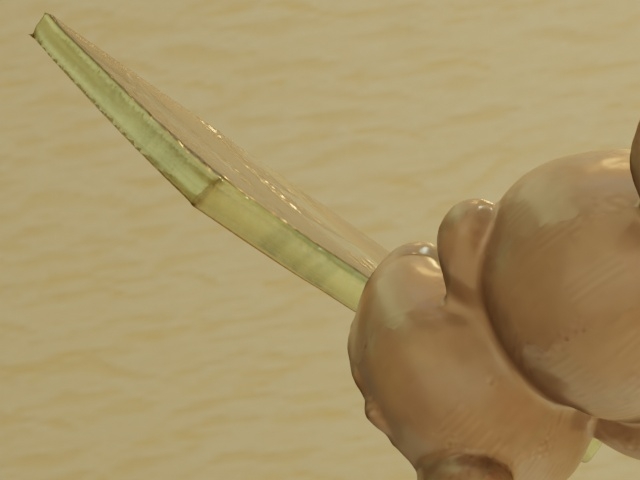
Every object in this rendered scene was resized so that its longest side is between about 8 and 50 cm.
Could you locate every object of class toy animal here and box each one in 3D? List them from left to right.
[{"bbox_3d":[0.111,0.014,0.635,0.124,0.212,0.124,29,42,-29],"label":"toy animal"}]

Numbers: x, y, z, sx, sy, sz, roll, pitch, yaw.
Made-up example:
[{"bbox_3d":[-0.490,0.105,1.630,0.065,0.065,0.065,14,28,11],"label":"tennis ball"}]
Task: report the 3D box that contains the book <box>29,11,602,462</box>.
[{"bbox_3d":[0.000,0.000,1.146,0.374,0.028,0.262,34,5,-39],"label":"book"}]
